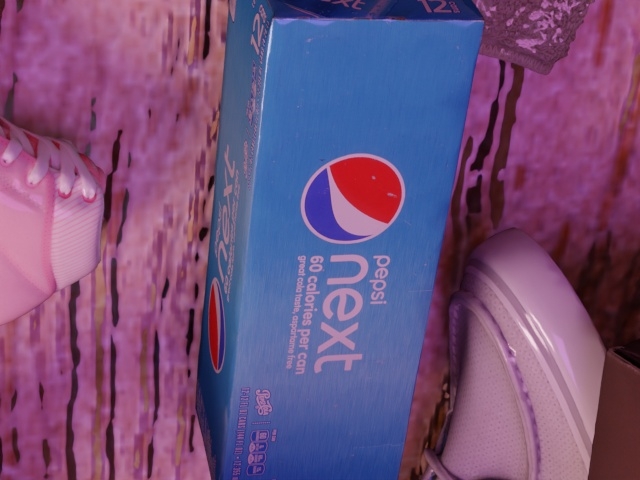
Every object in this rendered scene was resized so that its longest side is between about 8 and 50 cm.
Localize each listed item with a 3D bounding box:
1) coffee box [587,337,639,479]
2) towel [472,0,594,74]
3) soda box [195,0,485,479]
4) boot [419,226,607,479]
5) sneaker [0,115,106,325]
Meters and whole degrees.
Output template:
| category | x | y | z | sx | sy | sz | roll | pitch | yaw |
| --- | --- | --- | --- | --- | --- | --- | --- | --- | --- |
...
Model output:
| category | x | y | z | sx | sy | sz | roll | pitch | yaw |
| --- | --- | --- | --- | --- | --- | --- | --- | --- | --- |
| coffee box | 0.245 | 0.093 | 0.609 | 0.297 | 0.119 | 0.168 | -17 | 124 | -34 |
| towel | 0.065 | -0.134 | 0.537 | 0.110 | 0.027 | 0.148 | 7 | 115 | -22 |
| soda box | 0.000 | 0.000 | 0.550 | 0.071 | 0.067 | 0.210 | -2 | 125 | -14 |
| boot | 0.065 | 0.124 | 0.635 | 0.123 | 0.095 | 0.258 | -25 | 123 | -12 |
| sneaker | -0.115 | -0.032 | 0.522 | 0.070 | 0.051 | 0.134 | -22 | 125 | -7 |
